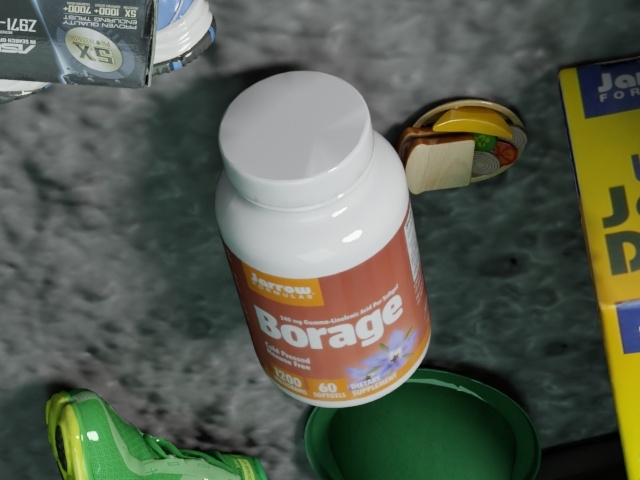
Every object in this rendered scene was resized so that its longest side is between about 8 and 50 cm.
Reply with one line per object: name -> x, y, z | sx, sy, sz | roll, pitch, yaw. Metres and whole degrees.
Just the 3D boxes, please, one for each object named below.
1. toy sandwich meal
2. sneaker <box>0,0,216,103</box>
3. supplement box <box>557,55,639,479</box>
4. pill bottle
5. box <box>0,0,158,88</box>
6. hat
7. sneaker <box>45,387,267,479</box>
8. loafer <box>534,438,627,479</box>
toy sandwich meal -> 0.090, -0.057, 1.173 | 0.086, 0.029, 0.085 | -2, 140, -2
sneaker -> -0.169, -0.129, 1.047 | 0.211, 0.080, 0.081 | -12, 122, 6
supplement box -> 0.279, 0.058, 1.194 | 0.194, 0.195, 0.356 | -11, 139, 8
pill bottle -> 0.000, 0.000, 1.164 | 0.121, 0.121, 0.216 | -8, 140, 5
box -> -0.171, -0.162, 0.934 | 0.180, 0.147, 0.077 | 3, 147, -8
hat -> 0.083, 0.218, 1.355 | 0.209, 0.183, 0.173 | 10, 132, -1
sneaker -> -0.109, 0.191, 1.419 | 0.123, 0.109, 0.295 | -36, 132, 3
loafer -> 0.303, 0.212, 1.429 | 0.366, 0.130, 0.134 | -22, 137, 21
